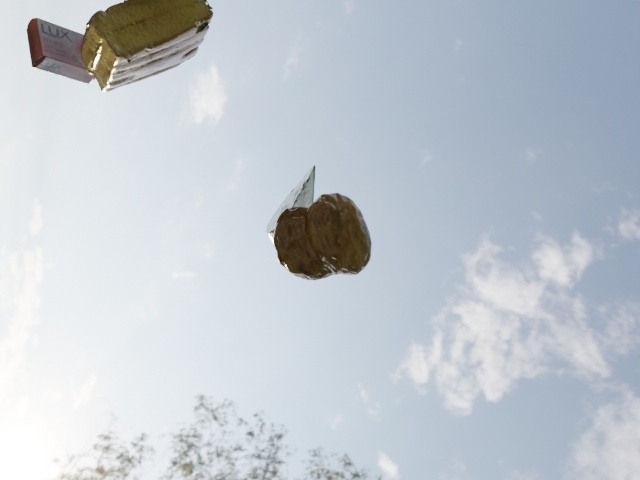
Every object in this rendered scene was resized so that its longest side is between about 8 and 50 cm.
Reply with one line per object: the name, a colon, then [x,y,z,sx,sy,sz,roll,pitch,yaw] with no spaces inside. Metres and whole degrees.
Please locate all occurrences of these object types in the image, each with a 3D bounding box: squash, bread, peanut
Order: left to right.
bread: [-0.365,-0.429,1.129,0.239,0.246,0.111,-5,-66,61]
squash: [-0.052,-0.039,1.421,0.204,0.155,0.237,-36,-161,46]
peanut: [0.000,0.000,1.210,0.232,0.110,0.197,-16,-77,30]

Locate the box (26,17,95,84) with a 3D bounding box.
box: [-0.625,-0.460,1.294,0.060,0.156,0.112,-25,-106,32]
